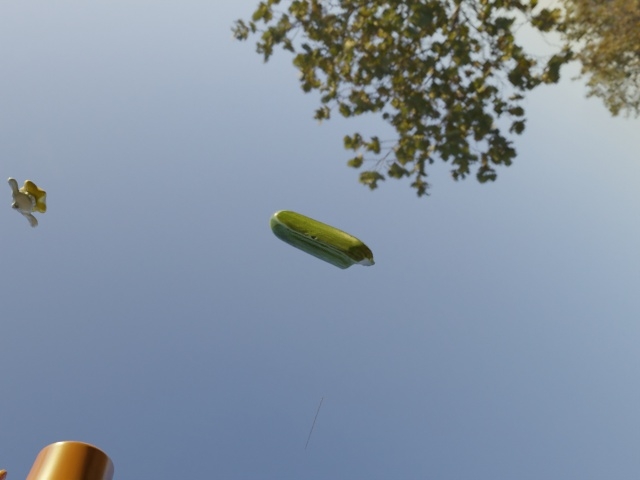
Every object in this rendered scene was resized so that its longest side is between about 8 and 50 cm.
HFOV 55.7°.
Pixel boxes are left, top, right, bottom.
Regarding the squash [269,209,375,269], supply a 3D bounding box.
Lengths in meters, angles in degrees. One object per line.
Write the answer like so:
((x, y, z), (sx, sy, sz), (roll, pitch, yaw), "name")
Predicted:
((0.000, 0.000, 1.159), (0.238, 0.069, 0.069), (23, -157, 28), "squash")

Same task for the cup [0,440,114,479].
((-0.441, 0.453, 0.941), (0.226, 0.182, 0.264), (17, -149, -13), "cup")

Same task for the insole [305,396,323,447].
((-0.015, 0.403, 1.333), (0.002, 0.135, 0.045), (19, -160, 7), "insole")

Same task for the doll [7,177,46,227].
((-0.787, -0.100, 1.634), (0.113, 0.071, 0.135), (11, -117, -74), "doll")
